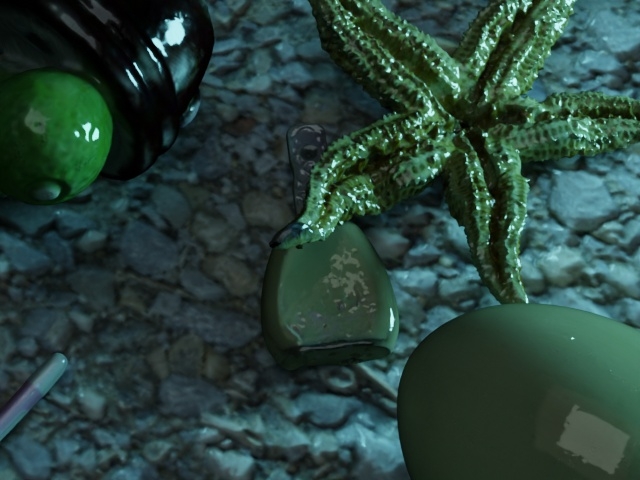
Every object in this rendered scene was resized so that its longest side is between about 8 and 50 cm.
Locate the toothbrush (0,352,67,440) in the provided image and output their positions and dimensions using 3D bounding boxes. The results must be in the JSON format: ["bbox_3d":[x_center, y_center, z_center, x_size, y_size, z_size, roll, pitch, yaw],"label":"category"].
[{"bbox_3d":[-0.270,0.181,1.287,0.025,0.020,0.286,40,70,10],"label":"toothbrush"}]

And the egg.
[{"bbox_3d":[0.158,0.137,1.213,0.242,0.186,0.186,36,68,26],"label":"egg"}]

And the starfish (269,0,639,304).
[{"bbox_3d":[0.123,-0.083,1.390,0.358,0.078,0.347,9,57,-9],"label":"starfish"}]

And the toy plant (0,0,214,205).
[{"bbox_3d":[-0.199,-0.104,1.352,0.235,0.175,0.218,-44,29,-27],"label":"toy plant"}]

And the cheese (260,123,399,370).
[{"bbox_3d":[0.000,0.000,1.368,0.097,0.037,0.192,-5,63,-3],"label":"cheese"}]
